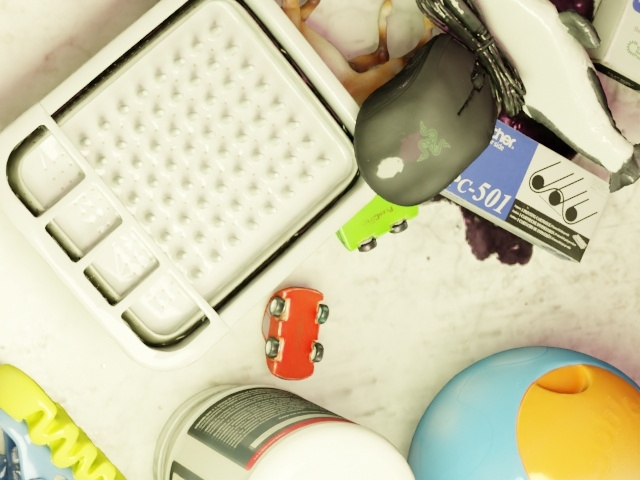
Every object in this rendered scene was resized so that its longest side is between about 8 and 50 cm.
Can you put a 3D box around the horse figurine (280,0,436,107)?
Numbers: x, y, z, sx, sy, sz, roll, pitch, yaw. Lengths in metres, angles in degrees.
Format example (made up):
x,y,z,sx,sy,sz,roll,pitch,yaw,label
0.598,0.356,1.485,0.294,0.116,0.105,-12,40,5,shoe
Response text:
x,y,z,sx,sy,sz,roll,pitch,yaw,label
0.011,-0.196,1.805,0.263,0.066,0.174,32,78,-23,horse figurine

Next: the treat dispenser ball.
x,y,z,sx,sy,sz,roll,pitch,yaw,label
0.233,0.255,1.846,0.288,0.288,0.288,-4,98,-25,treat dispenser ball

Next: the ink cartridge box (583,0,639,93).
x,y,z,sx,sy,sz,roll,pitch,yaw,label
0.439,-0.335,1.989,0.176,0.069,0.370,24,89,-25,ink cartridge box

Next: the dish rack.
x,y,z,sx,sy,sz,roll,pitch,yaw,label
-0.129,-0.071,1.703,0.333,0.072,0.285,-42,102,-12,dish rack

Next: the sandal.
x,y,z,sx,sy,sz,roll,pitch,yaw,label
-0.246,0.271,1.722,0.138,0.126,0.317,-44,104,-10,sandal

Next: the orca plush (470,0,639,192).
x,y,z,sx,sy,sz,roll,pitch,yaw,label
0.270,-0.196,1.905,0.287,0.151,0.102,38,41,-4,orca plush

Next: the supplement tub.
x,y,z,sx,sy,sz,roll,pitch,yaw,label
-0.040,0.248,1.723,0.191,0.272,0.191,-4,99,-25,supplement tub

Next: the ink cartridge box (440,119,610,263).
x,y,z,sx,sy,sz,roll,pitch,yaw,label
0.218,-0.061,1.930,0.207,0.046,0.097,26,84,-26,ink cartridge box

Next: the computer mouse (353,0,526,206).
x,y,z,sx,sy,sz,roll,pitch,yaw,label
0.125,-0.144,1.754,0.188,0.072,0.272,52,48,-20,computer mouse

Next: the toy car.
x,y,z,sx,sy,sz,roll,pitch,yaw,label
0.000,0.000,1.832,0.225,0.053,0.239,-29,109,-20,toy car
